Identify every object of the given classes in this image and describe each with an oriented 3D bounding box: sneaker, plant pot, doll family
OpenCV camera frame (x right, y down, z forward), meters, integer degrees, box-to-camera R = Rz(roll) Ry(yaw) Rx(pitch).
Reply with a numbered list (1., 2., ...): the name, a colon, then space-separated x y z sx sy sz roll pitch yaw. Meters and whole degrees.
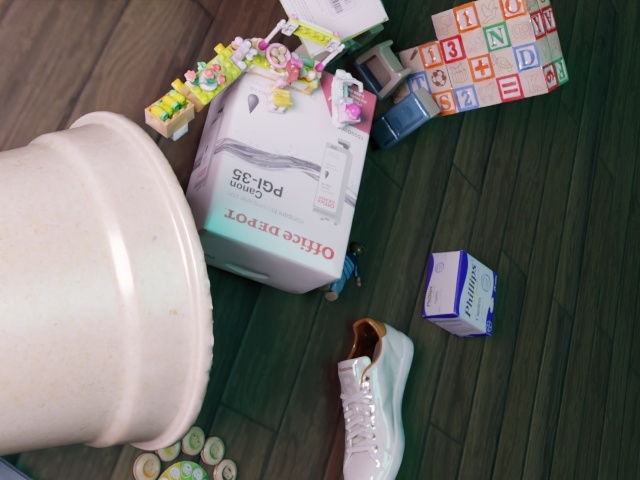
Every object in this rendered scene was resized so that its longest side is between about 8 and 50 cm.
1. sneaker: 0.061 0.254 1.247 0.123 0.106 0.290 36 49 -33
2. plant pot: -0.310 0.064 0.702 0.305 0.334 0.333 -11 93 -39
3. doll family: 0.000 0.000 1.230 0.111 0.076 0.193 -56 130 -43

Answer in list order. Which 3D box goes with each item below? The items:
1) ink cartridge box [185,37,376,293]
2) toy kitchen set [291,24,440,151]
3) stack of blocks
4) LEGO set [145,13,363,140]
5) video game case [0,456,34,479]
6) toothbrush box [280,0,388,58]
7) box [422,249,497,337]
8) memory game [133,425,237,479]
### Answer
1. ink cartridge box: -0.055 -0.094 1.098 0.207 0.117 0.283 21 68 -25
2. toy kitchen set: 0.060 -0.242 1.325 0.166 0.122 0.207 -35 91 -46
3. stack of blocks: 0.252 -0.315 1.389 0.087 0.297 0.171 -31 107 -45
4. LEGO set: -0.072 -0.205 0.985 0.287 0.107 0.132 -7 80 -30
5. video game case: -0.392 0.319 0.761 0.196 0.026 0.274 51 49 -31
6. toothbrush box: -0.008 -0.405 1.144 0.206 0.122 0.283 60 12 -23
7. box: 0.262 0.102 1.512 0.137 0.072 0.126 30 62 -42
8. memory game: -0.171 0.328 1.024 0.186 0.012 0.186 9 78 -48
